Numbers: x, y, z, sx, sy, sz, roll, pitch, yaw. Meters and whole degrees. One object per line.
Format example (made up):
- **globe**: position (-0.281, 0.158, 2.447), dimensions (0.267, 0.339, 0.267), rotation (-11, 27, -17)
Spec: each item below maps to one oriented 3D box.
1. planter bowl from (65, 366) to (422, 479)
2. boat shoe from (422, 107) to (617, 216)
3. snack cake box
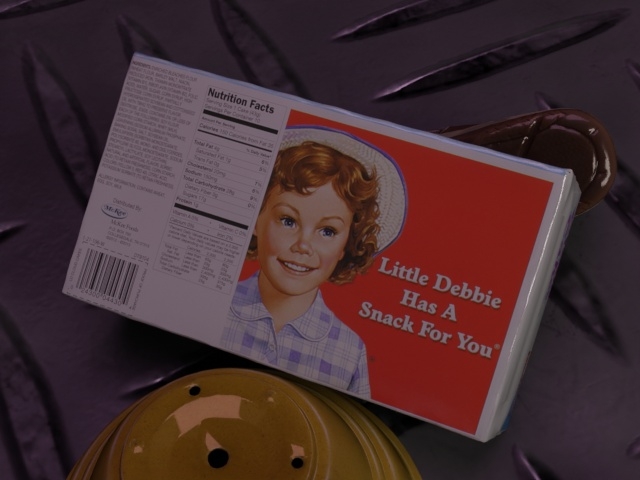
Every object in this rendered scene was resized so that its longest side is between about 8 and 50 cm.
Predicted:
- **planter bowl**: position (-0.049, 0.134, 0.608), dimensions (0.217, 0.090, 0.217), rotation (-2, 48, 3)
- **boat shoe**: position (0.063, -0.028, 0.758), dimensions (0.258, 0.095, 0.095), rotation (-7, 6, 13)
- **snack cake box**: position (0.000, 0.000, 0.669), dimensions (0.264, 0.089, 0.152), rotation (18, 91, 17)
